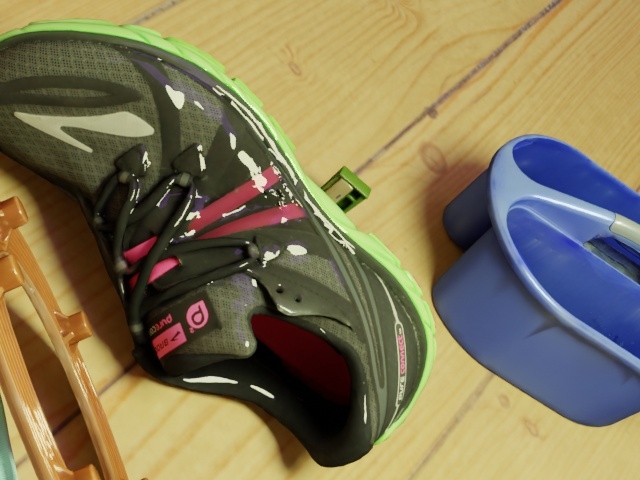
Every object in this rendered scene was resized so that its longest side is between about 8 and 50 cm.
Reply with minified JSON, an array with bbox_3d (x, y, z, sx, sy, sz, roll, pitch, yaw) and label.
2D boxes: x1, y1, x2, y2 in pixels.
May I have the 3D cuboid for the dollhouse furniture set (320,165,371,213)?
[{"bbox_3d":[0.000,0.000,1.408,0.076,0.058,0.152,41,41,-11],"label":"dollhouse furniture set"}]

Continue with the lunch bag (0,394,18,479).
[{"bbox_3d":[-0.268,0.199,0.886,0.160,0.223,0.262,-6,64,-39],"label":"lunch bag"}]

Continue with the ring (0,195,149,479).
[{"bbox_3d":[-0.168,0.109,1.018,0.336,0.032,0.336,157,-90,-88],"label":"ring"}]

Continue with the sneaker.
[{"bbox_3d":[-0.097,0.003,1.223,0.483,0.185,0.202,39,39,-12],"label":"sneaker"}]

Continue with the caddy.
[{"bbox_3d":[0.280,0.038,1.548,0.341,0.179,0.241,32,43,-21],"label":"caddy"}]
